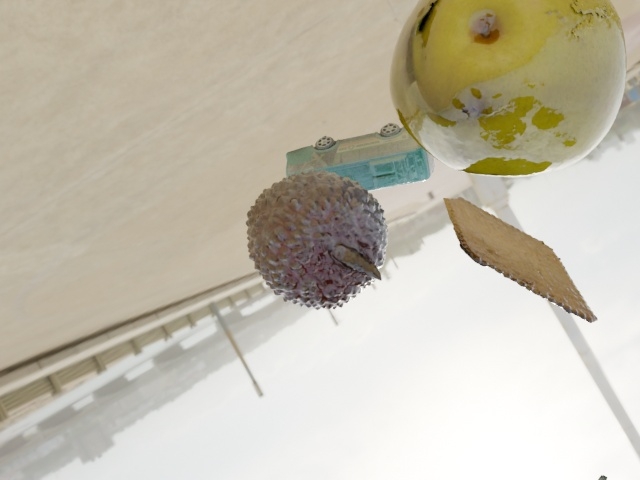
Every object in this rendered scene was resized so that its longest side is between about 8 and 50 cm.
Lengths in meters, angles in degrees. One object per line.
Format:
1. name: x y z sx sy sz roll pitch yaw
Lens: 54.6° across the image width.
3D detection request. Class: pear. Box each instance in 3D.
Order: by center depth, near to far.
1. pear: 0.239 -0.199 0.786 0.285 0.285 0.336 -31 142 19

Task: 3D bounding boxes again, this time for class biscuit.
1. biscuit: 0.286 0.015 0.924 0.013 0.232 0.237 -58 -168 24

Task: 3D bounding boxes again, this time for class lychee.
1. lychee: 0.000 0.000 0.716 0.165 0.165 0.197 -29 -153 -19

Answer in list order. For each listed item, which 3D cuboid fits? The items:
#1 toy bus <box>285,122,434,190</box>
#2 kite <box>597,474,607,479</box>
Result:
1. toy bus: 0.070 -0.135 1.093 0.261 0.091 0.109 -11 -141 13
2. kite: 0.358 0.387 0.862 0.137 0.153 0.005 10 -165 5
